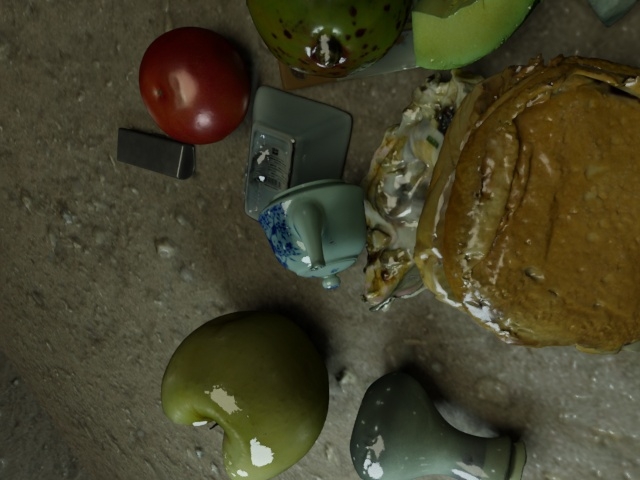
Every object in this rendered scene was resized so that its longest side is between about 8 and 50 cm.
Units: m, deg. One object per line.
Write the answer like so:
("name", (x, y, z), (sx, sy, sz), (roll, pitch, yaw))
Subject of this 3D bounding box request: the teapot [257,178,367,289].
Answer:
("teapot", (0.000, 0.000, 0.710), (0.159, 0.232, 0.159), (-1, 84, 10))

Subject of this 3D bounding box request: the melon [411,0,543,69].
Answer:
("melon", (0.173, -0.266, 0.525), (0.118, 0.064, 0.209), (57, 147, -8))

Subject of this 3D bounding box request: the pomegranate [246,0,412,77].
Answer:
("pomegranate", (-0.005, -0.307, 0.581), (0.246, 0.198, 0.198), (52, 131, 21))

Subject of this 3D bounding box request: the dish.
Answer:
("dish", (-0.062, -0.108, 0.800), (0.182, 0.080, 0.243), (25, 122, 24))

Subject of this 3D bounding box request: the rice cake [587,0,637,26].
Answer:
("rice cake", (0.258, -0.318, 0.491), (0.069, 0.063, 0.206), (-34, 89, 45))

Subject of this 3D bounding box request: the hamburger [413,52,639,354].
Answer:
("hamburger", (0.257, -0.030, 0.505), (0.318, 0.158, 0.319), (-2, 108, -6))

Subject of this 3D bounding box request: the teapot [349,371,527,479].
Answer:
("teapot", (0.180, 0.323, 0.777), (0.251, 0.183, 0.183), (15, 119, 15))

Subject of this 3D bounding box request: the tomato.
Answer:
("tomato", (-0.209, -0.248, 0.802), (0.195, 0.136, 0.195), (15, 119, 29))

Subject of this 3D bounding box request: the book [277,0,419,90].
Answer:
("book", (0.049, -0.328, 0.663), (0.295, 0.020, 0.208), (1, 110, 34))

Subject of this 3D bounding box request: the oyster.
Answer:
("oyster", (0.143, -0.055, 0.676), (0.201, 0.107, 0.354), (64, 145, 37))

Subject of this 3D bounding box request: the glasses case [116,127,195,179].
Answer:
("glasses case", (-0.332, -0.175, 0.981), (0.190, 0.042, 0.072), (18, 113, 28))

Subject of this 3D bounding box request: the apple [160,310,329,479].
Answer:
("apple", (-0.113, 0.253, 0.881), (0.295, 0.258, 0.233), (45, 128, 6))
